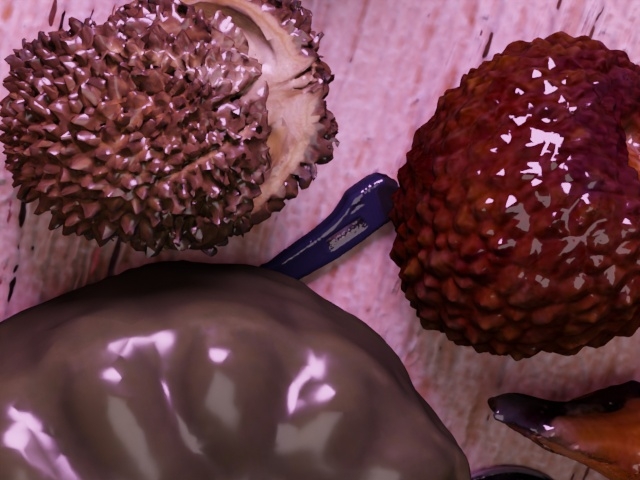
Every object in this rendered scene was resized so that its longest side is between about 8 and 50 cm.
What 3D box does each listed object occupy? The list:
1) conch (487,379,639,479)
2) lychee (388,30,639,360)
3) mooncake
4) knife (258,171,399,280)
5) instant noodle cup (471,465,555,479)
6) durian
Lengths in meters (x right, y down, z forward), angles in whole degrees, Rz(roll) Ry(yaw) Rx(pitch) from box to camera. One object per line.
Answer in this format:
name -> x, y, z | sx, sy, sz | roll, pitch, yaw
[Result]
conch -> 0.209, 0.133, 1.094 | 0.233, 0.086, 0.080 | 36, 95, -19
lychee -> 0.127, -0.019, 1.001 | 0.188, 0.188, 0.188 | -3, 105, -10
mooncake -> -0.080, 0.192, 0.994 | 0.356, 0.194, 0.356 | -3, 108, -9
knife -> 0.000, 0.000, 1.055 | 0.121, 0.018, 0.031 | -36, 115, 0
instant noodle cup -> 0.135, 0.227, 1.077 | 0.127, 0.135, 0.127 | -3, 105, -11
durian -> -0.093, -0.075, 0.947 | 0.196, 0.196, 0.167 | 5, 91, -12
